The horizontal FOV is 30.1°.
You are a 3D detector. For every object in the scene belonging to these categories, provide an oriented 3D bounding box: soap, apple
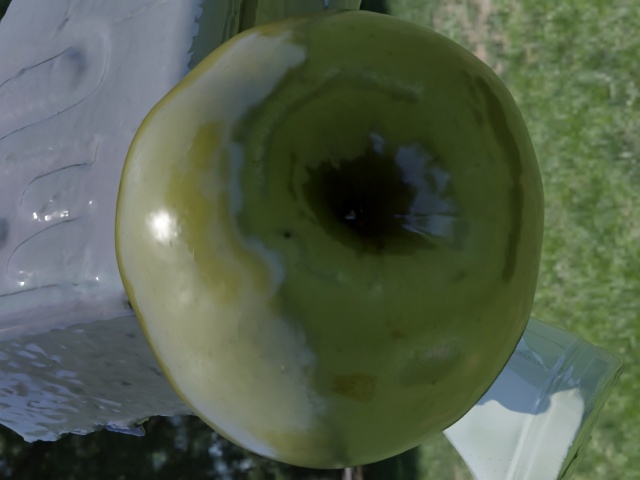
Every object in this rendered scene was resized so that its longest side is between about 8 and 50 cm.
[{"bbox_3d":[-0.161,-0.066,1.049,0.213,0.350,0.435,33,-124,-41],"label":"soap"},{"bbox_3d":[0.000,0.000,0.696,0.262,0.262,0.262,174,90,-90],"label":"apple"}]

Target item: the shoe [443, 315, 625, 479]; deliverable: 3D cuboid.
[{"bbox_3d":[0.162,0.168,1.094,0.132,0.160,0.363,-50,-20,-22],"label":"shoe"}]
